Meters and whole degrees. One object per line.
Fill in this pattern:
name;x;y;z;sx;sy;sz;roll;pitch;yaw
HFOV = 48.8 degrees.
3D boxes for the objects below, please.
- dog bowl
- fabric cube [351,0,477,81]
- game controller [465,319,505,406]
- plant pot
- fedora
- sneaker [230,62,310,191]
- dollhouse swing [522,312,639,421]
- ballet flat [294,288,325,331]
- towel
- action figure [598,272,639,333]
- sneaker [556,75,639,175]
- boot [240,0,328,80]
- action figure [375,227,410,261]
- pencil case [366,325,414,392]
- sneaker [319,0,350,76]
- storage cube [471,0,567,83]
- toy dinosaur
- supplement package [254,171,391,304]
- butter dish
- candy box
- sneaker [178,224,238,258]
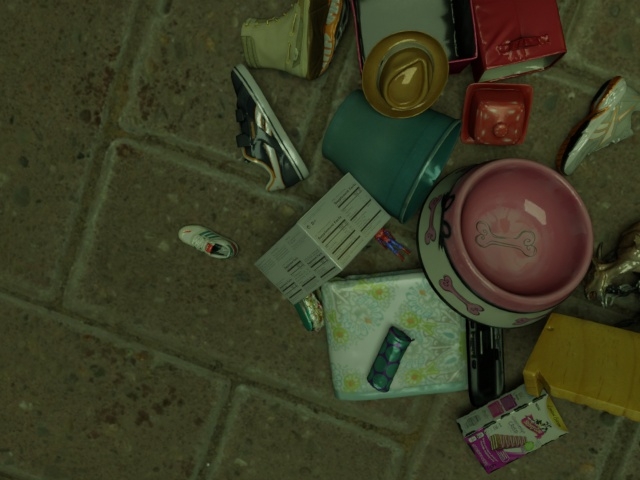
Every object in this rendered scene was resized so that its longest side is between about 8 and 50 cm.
dog bowl;0.436;-0.008;1.616;0.407;0.150;0.408;3;75;-12
fabric cube;0.202;-0.505;1.604;0.254;0.258;0.259;-7;96;6
game controller;0.397;0.238;1.719;0.067;0.166;0.320;-1;92;42
plant pot;0.153;-0.219;1.650;0.255;0.271;0.272;32;98;12
fedora;0.178;-0.335;1.464;0.194;0.079;0.194;0;121;0
sneaker;-0.156;-0.268;1.724;0.127;0.126;0.321;-29;95;1
dollhouse swing;0.653;0.366;1.567;0.346;0.315;0.305;14;127;29
ballet flat;-0.047;0.116;1.794;0.077;0.091;0.241;-28;99;-23
towel;0.202;0.232;1.767;0.374;0.090;0.321;-6;101;2
action figure;0.765;0.174;1.692;0.140;0.164;0.276;3;107;-30
sneaker;0.675;-0.253;1.682;0.121;0.099;0.262;33;99;-5
boot;-0.088;-0.524;1.664;0.203;0.095;0.262;16;118;26
action figure;0.174;0.005;1.781;0.115;0.030;0.038;42;92;4
pencil case;0.166;0.287;1.701;0.064;0.070;0.152;30;104;29
sneaker;0.021;-0.495;1.709;0.084;0.083;0.215;33;118;22
storage cube;0.436;-0.484;1.615;0.183;0.215;0.193;-12;90;6
toy dinosaur;0.754;0.012;1.691;0.295;0.200;0.127;-32;98;-22
supplement package;0.000;0.000;1.644;0.145;0.262;0.204;46;56;-3
butter dish;0.420;-0.281;1.667;0.160;0.118;0.160;3;122;4
candy box;0.479;0.465;1.763;0.233;0.071;0.159;-31;118;7
sneaker;-0.289;0.004;1.790;0.161;0.075;0.057;23;98;1
